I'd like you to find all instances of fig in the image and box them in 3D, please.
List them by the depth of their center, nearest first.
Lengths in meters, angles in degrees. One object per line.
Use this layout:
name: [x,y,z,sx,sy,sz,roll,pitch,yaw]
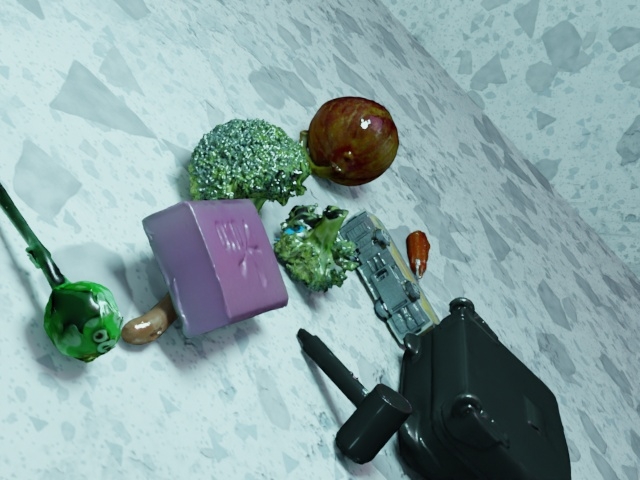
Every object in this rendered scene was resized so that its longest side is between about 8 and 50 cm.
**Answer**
fig: [0.057,-0.196,2.193,0.205,0.205,0.205,40,26,-24]

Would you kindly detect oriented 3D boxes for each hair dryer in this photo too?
hair dryer: [0.025,0.229,1.661,0.248,0.114,0.070,43,10,34]

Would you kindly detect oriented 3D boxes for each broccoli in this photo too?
broccoli: [-0.121,-0.111,1.765,0.176,0.198,0.226,74,27,-58]
broccoli: [0.000,0.000,1.833,0.154,0.160,0.167,21,39,0]

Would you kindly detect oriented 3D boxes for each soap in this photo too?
soap: [-0.144,0.033,1.533,0.181,0.081,0.259,69,16,5]

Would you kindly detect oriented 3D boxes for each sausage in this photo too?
sausage: [-0.216,0.099,1.452,0.043,0.043,0.186,49,25,-4]

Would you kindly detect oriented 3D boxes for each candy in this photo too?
candy: [-0.350,0.013,1.315,0.323,0.097,0.097,51,23,19]

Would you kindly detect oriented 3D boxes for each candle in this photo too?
candle: [0.213,0.031,2.289,0.053,0.048,0.162,14,34,-7]

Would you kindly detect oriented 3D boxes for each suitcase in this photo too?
suitcase: [0.292,0.317,1.854,0.339,0.188,0.345,42,24,-17]

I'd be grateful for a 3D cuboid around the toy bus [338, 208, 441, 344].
toy bus: [0.133,0.070,2.049,0.268,0.092,0.106,61,17,21]
